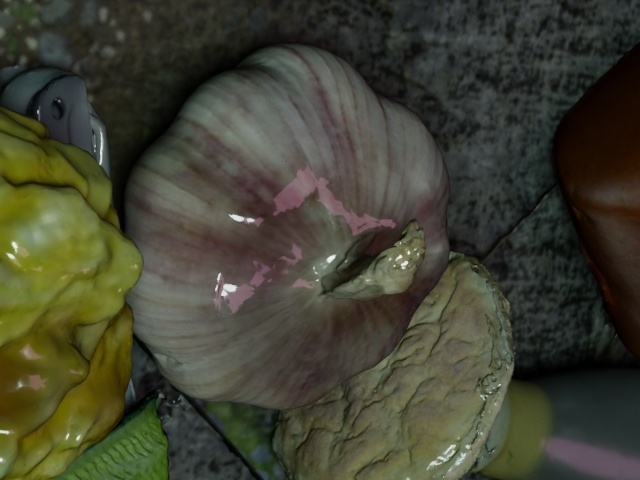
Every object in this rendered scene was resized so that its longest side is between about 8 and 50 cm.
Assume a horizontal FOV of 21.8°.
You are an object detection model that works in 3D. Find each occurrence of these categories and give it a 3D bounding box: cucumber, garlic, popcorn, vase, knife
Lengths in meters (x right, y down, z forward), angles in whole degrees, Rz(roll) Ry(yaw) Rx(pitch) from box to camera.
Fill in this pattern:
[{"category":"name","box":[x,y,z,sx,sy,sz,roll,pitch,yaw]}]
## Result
[{"category":"cucumber","box":[-0.141,0.165,1.030,0.046,0.070,0.220,-52,171,32]},{"category":"garlic","box":[0.000,0.000,1.055,0.245,0.253,0.245,-6,101,-30]},{"category":"popcorn","box":[-0.219,0.041,0.907,0.225,0.249,0.249,-28,125,-65]},{"category":"vase","box":[0.199,0.161,1.305,0.321,0.173,0.173,18,93,-33]},{"category":"knife","box":[-0.157,0.017,1.075,0.073,0.040,0.266,-28,120,-45]}]

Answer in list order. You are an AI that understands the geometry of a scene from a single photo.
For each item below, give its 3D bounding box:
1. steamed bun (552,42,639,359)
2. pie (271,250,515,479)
[{"category":"steamed bun","box":[0.379,-0.070,1.304,0.379,0.248,0.235,-41,124,-20]},{"category":"pie","box":[0.055,0.107,1.169,0.052,0.185,0.218,39,86,-32]}]
